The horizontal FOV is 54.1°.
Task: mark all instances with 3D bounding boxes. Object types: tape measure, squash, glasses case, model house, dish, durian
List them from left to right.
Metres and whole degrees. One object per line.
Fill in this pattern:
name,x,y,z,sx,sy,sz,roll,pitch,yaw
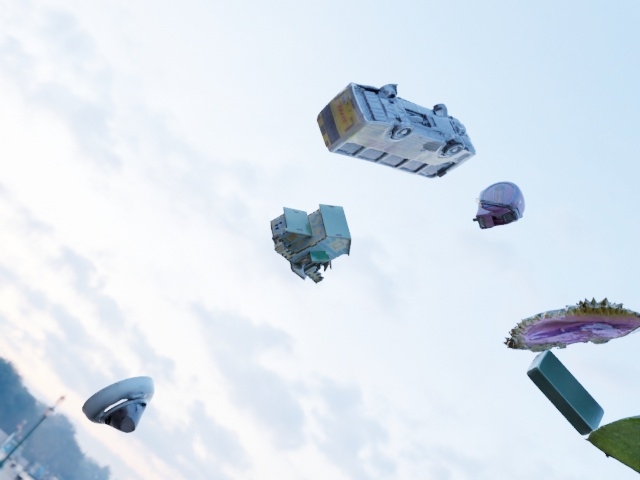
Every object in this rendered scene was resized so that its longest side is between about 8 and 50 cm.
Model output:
dish,-0.371,0.326,1.189,0.078,0.141,0.141,59,-22,25
model house,0.000,0.000,1.903,0.206,0.178,0.271,-29,-43,17
tape measure,0.449,-0.089,1.576,0.125,0.118,0.074,-6,-45,28
glasses case,0.534,0.331,1.365,0.184,0.078,0.039,49,-42,4
durian,0.622,0.206,1.552,0.341,0.191,0.112,-15,-98,21
squash,0.555,0.310,0.952,0.252,0.169,0.093,28,-65,26

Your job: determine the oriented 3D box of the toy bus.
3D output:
toy bus,0.153,-0.196,1.170,0.138,0.343,0.097,-37,-119,35
